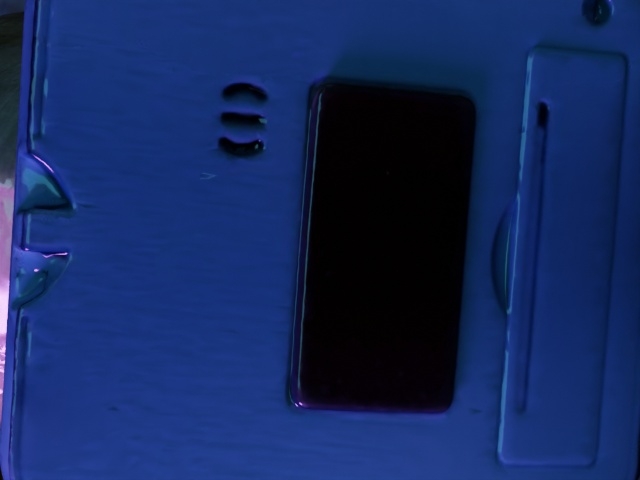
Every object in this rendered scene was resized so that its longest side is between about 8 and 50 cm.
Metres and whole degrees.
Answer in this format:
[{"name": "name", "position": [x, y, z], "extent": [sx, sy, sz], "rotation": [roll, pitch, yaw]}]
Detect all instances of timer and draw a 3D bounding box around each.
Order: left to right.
[{"name": "timer", "position": [0.000, 0.000, 0.703], "extent": [0.250, 0.091, 0.231], "rotation": [4, 92, -25]}]

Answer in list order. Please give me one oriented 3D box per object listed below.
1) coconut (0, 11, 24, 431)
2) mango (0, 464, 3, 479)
[{"name": "coconut", "position": [-0.106, -0.011, 0.765], "extent": [0.194, 0.194, 0.194], "rotation": [0, 91, 18]}, {"name": "mango", "position": [-0.151, 0.181, 0.770], "extent": [0.154, 0.126, 0.252], "rotation": [-47, 38, 31]}]
